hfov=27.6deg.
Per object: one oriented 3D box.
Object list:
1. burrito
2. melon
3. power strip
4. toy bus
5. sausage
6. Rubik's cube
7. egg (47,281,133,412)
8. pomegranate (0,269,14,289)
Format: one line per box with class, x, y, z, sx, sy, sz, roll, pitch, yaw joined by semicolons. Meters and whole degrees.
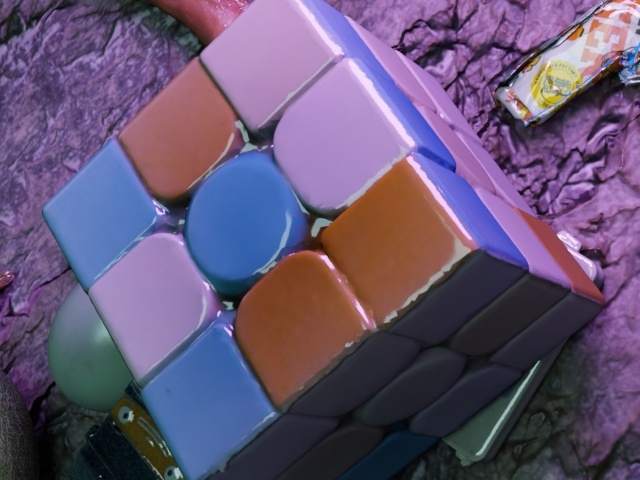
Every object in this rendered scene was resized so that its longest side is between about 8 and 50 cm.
burrito;0.312;-0.202;1.361;0.288;0.054;0.104;-37;66;17
melon;-0.440;0.262;1.604;0.182;0.182;0.287;-15;75;25
power strip;0.190;0.107;1.376;0.118;0.046;0.270;34;98;28
toy bus;-0.123;0.239;1.387;0.138;0.275;0.167;46;104;26
sausage;-0.180;-0.310;1.628;0.327;0.079;0.087;36;98;26
Rubik's cube;0.007;0.017;1.271;0.346;0.347;0.344;-40;64;15
egg;-0.217;0.103;1.521;0.231;0.168;0.168;-43;64;15
pomegranate;-0.445;0.069;1.708;0.085;0.073;0.073;-5;78;12
